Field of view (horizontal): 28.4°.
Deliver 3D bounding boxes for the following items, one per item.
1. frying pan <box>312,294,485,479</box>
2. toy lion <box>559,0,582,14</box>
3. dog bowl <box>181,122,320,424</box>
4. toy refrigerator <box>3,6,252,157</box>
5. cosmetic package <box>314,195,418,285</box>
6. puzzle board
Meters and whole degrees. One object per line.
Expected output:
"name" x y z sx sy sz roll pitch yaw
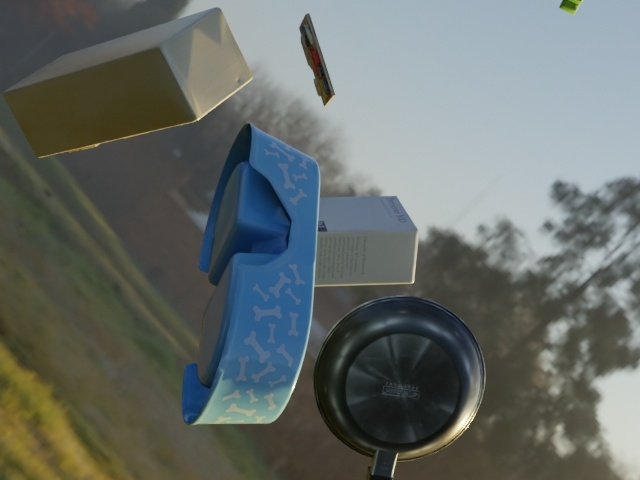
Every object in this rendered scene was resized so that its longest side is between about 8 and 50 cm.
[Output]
"frying pan" 0.055 0.213 1.434 0.197 0.326 0.053 32 7 -8
"toy lion" 0.207 -0.212 0.968 0.034 0.096 0.100 27 -40 4
"dog bowl" -0.059 0.032 1.127 0.074 0.297 0.166 14 -40 -14
"toy refrigerator" -0.210 -0.162 1.359 0.270 0.102 0.094 -7 -63 41
"cosmetic package" 0.000 0.000 1.628 0.117 0.231 0.085 -115 -155 -62
"puzzle board" -0.008 -0.267 1.886 0.096 0.011 0.128 157 -84 -81
